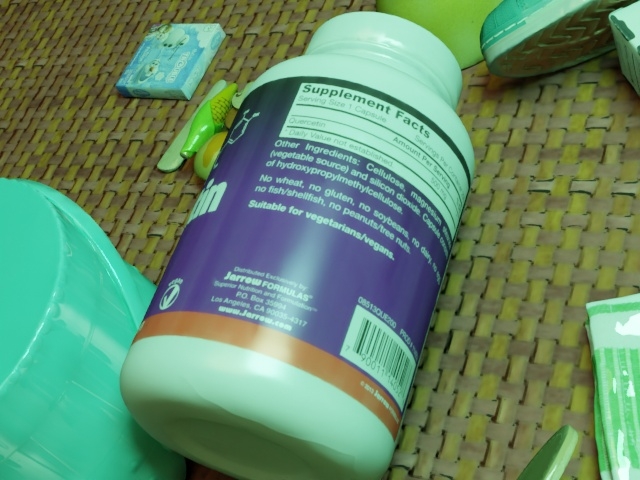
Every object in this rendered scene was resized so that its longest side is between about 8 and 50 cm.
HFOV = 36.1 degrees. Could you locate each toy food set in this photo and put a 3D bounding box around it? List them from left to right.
[{"bbox_3d":[-0.060,-0.103,0.890,0.192,0.038,0.132,14,63,34],"label":"toy food set"}]

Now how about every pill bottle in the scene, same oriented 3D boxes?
[{"bbox_3d":[0.000,0.000,0.685,0.181,0.181,0.323,3,57,29],"label":"pill bottle"}]

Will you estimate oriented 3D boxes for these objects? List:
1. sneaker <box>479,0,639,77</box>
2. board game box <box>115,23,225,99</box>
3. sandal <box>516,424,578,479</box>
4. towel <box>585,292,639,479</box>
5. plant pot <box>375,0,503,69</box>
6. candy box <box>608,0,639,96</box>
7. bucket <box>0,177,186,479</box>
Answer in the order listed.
[{"bbox_3d":[0.244,-0.243,0.757,0.302,0.108,0.121,-32,68,16],"label":"sneaker"},{"bbox_3d":[-0.155,-0.186,1.016,0.090,0.020,0.090,8,60,30],"label":"board game box"},{"bbox_3d":[0.105,0.225,0.549,0.079,0.088,0.240,34,81,8],"label":"sandal"},{"bbox_3d":[0.276,0.154,0.522,0.248,0.038,0.325,-12,51,18],"label":"towel"},{"bbox_3d":[0.102,-0.227,0.862,0.134,0.095,0.134,-14,51,18],"label":"plant pot"},{"bbox_3d":[0.323,-0.119,0.682,0.165,0.070,0.196,-27,48,7],"label":"candy box"},{"bbox_3d":[-0.240,0.099,0.732,0.281,0.183,0.281,-14,50,18],"label":"bucket"}]
